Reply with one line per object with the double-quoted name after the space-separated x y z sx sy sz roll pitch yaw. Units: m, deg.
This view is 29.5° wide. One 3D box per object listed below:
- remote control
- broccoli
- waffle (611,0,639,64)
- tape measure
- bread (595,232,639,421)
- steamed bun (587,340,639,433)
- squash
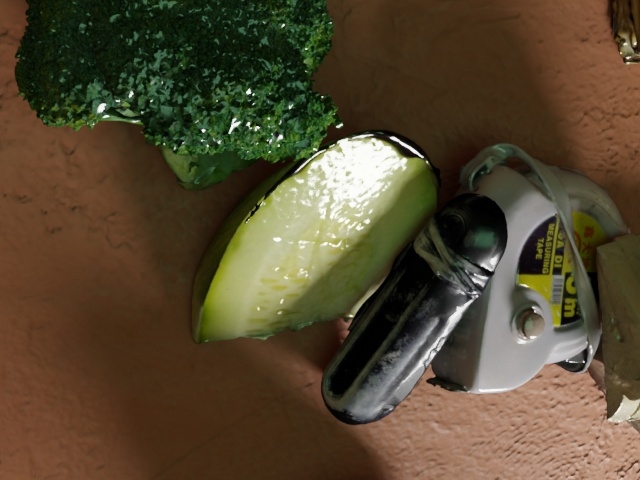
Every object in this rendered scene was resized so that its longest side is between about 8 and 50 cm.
0.078 0.067 1.117 0.066 0.090 0.266 -9 138 -51 "remote control"
-0.118 -0.153 1.015 0.269 0.261 0.241 -23 145 -6 "broccoli"
0.366 -0.338 1.152 0.213 0.091 0.308 -17 105 -10 "waffle"
0.208 0.028 1.172 0.197 0.120 0.236 3 97 -26 "tape measure"
0.295 0.083 1.153 0.077 0.105 0.152 -11 66 -33 "bread"
0.363 0.129 1.239 0.145 0.106 0.175 -46 106 -2 "steamed bun"
0.000 0.000 1.097 0.237 0.155 0.204 -12 103 -15 "squash"
